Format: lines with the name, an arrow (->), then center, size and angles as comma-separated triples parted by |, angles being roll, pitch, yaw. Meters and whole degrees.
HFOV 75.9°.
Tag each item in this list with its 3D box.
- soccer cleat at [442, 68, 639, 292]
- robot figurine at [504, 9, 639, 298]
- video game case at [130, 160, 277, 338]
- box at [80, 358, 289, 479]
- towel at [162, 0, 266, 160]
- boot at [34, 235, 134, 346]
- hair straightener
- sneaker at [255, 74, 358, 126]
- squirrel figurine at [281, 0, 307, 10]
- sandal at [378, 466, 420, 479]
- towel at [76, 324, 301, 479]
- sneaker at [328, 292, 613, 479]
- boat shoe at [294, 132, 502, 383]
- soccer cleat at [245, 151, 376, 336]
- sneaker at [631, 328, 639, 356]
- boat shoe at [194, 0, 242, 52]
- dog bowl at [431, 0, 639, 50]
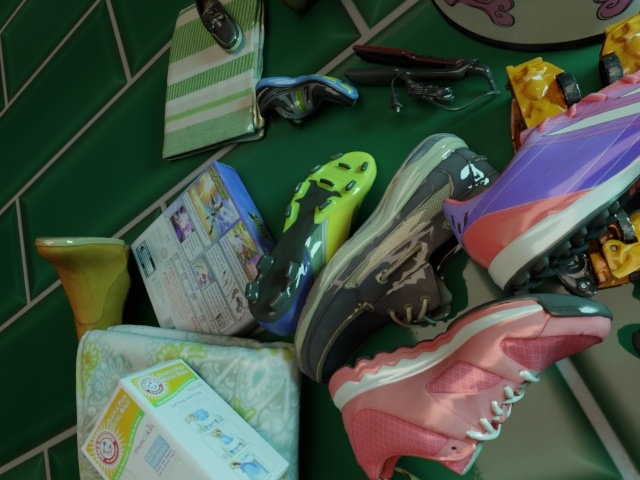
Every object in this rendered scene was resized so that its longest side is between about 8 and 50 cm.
soccer cleat -> 0.251, -0.094, 0.354 | 0.318, 0.109, 0.116 | -46, 58, 16
robot figurine -> 0.310, -0.080, 0.426 | 0.211, 0.085, 0.290 | -18, 72, 26
video game case -> -0.190, 0.044, 0.700 | 0.244, 0.061, 0.269 | -40, 65, 19
box -> -0.160, 0.256, 0.486 | 0.203, 0.103, 0.114 | 36, 101, 19
towel -> -0.205, -0.331, 0.796 | 0.248, 0.038, 0.324 | -6, 79, 29
boot -> -0.387, 0.103, 0.699 | 0.104, 0.295, 0.211 | 3, 84, -7
hair straightener -> 0.133, -0.219, 0.582 | 0.231, 0.047, 0.089 | 22, 92, 26
sneaker -> -0.023, -0.224, 0.663 | 0.188, 0.067, 0.078 | 8, 106, 29
squirrel figurine -> -0.103, -0.618, 0.581 | 0.281, 0.397, 0.370 | -38, 73, 23
sandal -> 0.114, 0.314, 0.477 | 0.049, 0.072, 0.180 | -31, 55, -11
towel -> -0.205, 0.297, 0.602 | 0.375, 0.090, 0.320 | 1, 92, 22
sneaker -> 0.157, 0.165, 0.436 | 0.314, 0.116, 0.136 | -32, 52, 25
boat shoe -> 0.096, 0.043, 0.498 | 0.130, 0.132, 0.355 | 37, 101, 30
soccer cleat -> -0.001, 0.000, 0.581 | 0.094, 0.121, 0.289 | 16, 67, 34
sneaker -> 0.418, 0.062, 0.342 | 0.272, 0.100, 0.107 | -15, 59, 23
boat shoe -> -0.193, -0.402, 0.749 | 0.056, 0.049, 0.152 | -43, 64, 18
dog bowl -> 0.297, -0.447, 0.465 | 0.408, 0.150, 0.407 | -5, 79, 28
